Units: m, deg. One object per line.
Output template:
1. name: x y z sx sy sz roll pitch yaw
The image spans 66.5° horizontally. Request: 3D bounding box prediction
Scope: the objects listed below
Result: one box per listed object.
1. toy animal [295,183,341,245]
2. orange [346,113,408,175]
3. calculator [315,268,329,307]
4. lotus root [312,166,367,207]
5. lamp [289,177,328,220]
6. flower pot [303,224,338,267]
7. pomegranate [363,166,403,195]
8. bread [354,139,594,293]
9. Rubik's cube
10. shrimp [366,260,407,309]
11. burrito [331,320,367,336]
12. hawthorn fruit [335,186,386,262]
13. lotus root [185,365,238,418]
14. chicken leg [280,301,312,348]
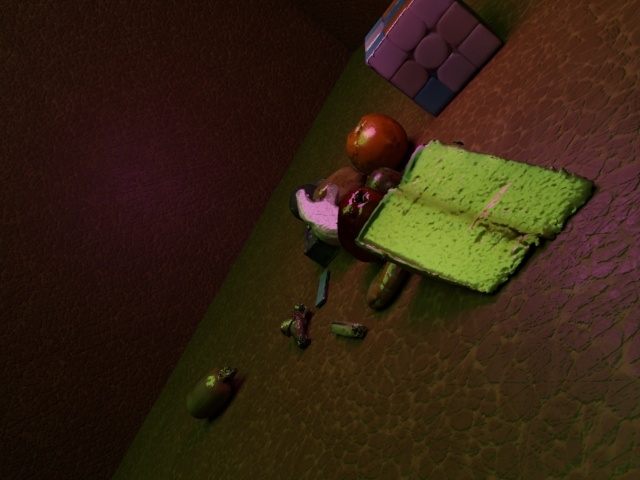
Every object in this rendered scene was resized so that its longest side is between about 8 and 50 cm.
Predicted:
1. toy animal: 0.085 -0.068 1.807 0.308 0.188 0.266 -12 46 0
2. orange: 0.214 -0.362 1.860 0.240 0.240 0.240 -49 19 24
3. calculator: 0.009 0.177 1.828 0.057 0.018 0.172 -45 22 32
4. lotus root: 0.088 -0.202 1.994 0.284 0.160 0.146 -39 1 -27
5. lamp: -0.018 -0.222 2.376 0.314 0.182 0.182 -46 11 -27
6. flower pot: 0.000 0.000 2.009 0.103 0.108 0.229 -50 20 21
7. pomegranate: 0.229 -0.175 1.645 0.159 0.159 0.205 -43 -2 38
8. bread: 0.310 -0.055 1.108 0.345 0.242 0.405 -60 14 2
9. Rubik's cube: 0.396 -0.737 1.803 0.346 0.347 0.344 -46 22 31
10. shrimp: 0.215 0.070 1.410 0.287 0.063 0.152 -59 6 1
11. burrito: 0.080 0.265 1.464 0.185 0.041 0.045 -9 92 66
12. hawthorn fruit: 0.145 -0.063 1.489 0.224 0.261 0.224 -18 43 18
13. lotus root: -0.465 0.640 2.093 0.342 0.151 0.169 -50 19 32
14. chicken leg: -0.086 0.313 1.765 0.125 0.080 0.196 -34 27 25
